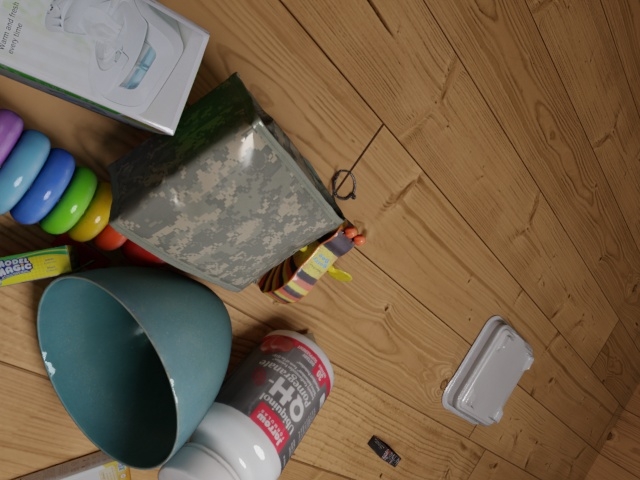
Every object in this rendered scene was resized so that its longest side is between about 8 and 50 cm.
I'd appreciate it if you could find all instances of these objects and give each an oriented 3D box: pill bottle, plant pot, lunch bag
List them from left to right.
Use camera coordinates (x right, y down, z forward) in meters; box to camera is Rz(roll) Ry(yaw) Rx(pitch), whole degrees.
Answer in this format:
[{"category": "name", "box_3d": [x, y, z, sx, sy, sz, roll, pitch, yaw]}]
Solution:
[{"category": "plant pot", "box_3d": [-0.252, 0.160, 0.639, 0.195, 0.291, 0.289, -28, 121, -57]}, {"category": "lunch bag", "box_3d": [-0.121, -0.057, 0.630, 0.235, 0.168, 0.287, -34, 138, 8]}, {"category": "pill bottle", "box_3d": [-0.117, 0.313, 0.718, 0.318, 0.177, 0.176, -42, 128, -54]}]

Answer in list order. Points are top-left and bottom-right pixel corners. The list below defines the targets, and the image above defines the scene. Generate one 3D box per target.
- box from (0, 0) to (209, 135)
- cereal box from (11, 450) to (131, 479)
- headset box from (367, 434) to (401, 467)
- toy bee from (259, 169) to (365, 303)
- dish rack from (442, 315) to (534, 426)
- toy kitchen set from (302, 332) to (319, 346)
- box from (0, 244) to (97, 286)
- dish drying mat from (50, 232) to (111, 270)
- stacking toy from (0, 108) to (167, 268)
[{"category": "box", "box_3d": [-0.290, -0.231, 0.484, 0.231, 0.262, 0.126, 18, 94, -35]}, {"category": "cereal box", "box_3d": [-0.458, 0.477, 0.716, 0.241, 0.047, 0.172, -9, 108, -29]}, {"category": "headset box", "box_3d": [0.171, 0.569, 1.115, 0.032, 0.062, 0.083, -50, 122, -11]}, {"category": "toy bee", "box_3d": [0.000, 0.000, 0.788, 0.196, 0.162, 0.297, 14, 97, -32]}, {"category": "dish rack", "box_3d": [0.549, 0.429, 1.300, 0.286, 0.072, 0.332, 37, 82, -33]}, {"category": "toy kitchen set", "box_3d": [-0.046, 0.257, 0.893, 0.075, 0.083, 0.068, -4, 147, -30]}, {"category": "box", "box_3d": [-0.415, 0.039, 0.571, 0.180, 0.105, 0.043, -11, 93, -24]}, {"category": "dish drying mat", "box_3d": [-0.379, 0.019, 0.655, 0.032, 0.008, 0.083, -50, 122, -9]}, {"category": "stacking toy", "box_3d": [-0.349, -0.058, 0.588, 0.330, 0.141, 0.141, 34, 85, -40]}]
